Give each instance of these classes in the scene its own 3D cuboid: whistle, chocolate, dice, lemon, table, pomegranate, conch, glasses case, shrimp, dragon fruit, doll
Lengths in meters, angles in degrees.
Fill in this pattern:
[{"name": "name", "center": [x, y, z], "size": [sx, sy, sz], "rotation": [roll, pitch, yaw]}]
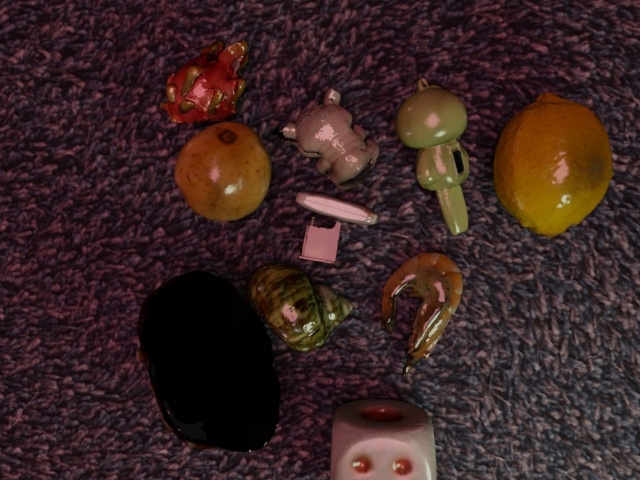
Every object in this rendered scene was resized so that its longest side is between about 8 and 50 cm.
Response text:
[{"name": "whistle", "center": [0.215, -0.159, 1.147], "size": [0.141, 0.141, 0.293], "rotation": [-6, 111, 4]}, {"name": "chocolate", "center": [-0.222, 0.233, 1.144], "size": [0.225, 0.210, 0.340], "rotation": [-21, 88, -25]}, {"name": "dice", "center": [0.115, 0.419, 1.146], "size": [0.193, 0.194, 0.191], "rotation": [0, 93, 2]}, {"name": "lemon", "center": [0.414, -0.135, 1.082], "size": [0.204, 0.204, 0.260], "rotation": [1, 94, 4]}, {"name": "table", "center": [0.000, 0.000, 1.178], "size": [0.070, 0.083, 0.082], "rotation": [10, 88, 0]}, {"name": "pomegranate", "center": [-0.184, -0.123, 1.138], "size": [0.196, 0.196, 0.196], "rotation": [0, 94, 4]}, {"name": "conch", "center": [-0.039, 0.119, 1.160], "size": [0.182, 0.124, 0.187], "rotation": [11, 58, -33]}, {"name": "glasses case", "center": [0.031, -0.064, 1.180], "size": [0.164, 0.063, 0.041], "rotation": [15, 97, 3]}, {"name": "shrimp", "center": [0.182, 0.140, 1.189], "size": [0.145, 0.059, 0.254], "rotation": [30, 95, 4]}, {"name": "dragon fruit", "center": [-0.209, -0.299, 1.148], "size": [0.207, 0.150, 0.133], "rotation": [-49, 58, 1]}, {"name": "doll", "center": [0.022, -0.188, 1.157], "size": [0.149, 0.095, 0.192], "rotation": [-43, 93, 8]}]
